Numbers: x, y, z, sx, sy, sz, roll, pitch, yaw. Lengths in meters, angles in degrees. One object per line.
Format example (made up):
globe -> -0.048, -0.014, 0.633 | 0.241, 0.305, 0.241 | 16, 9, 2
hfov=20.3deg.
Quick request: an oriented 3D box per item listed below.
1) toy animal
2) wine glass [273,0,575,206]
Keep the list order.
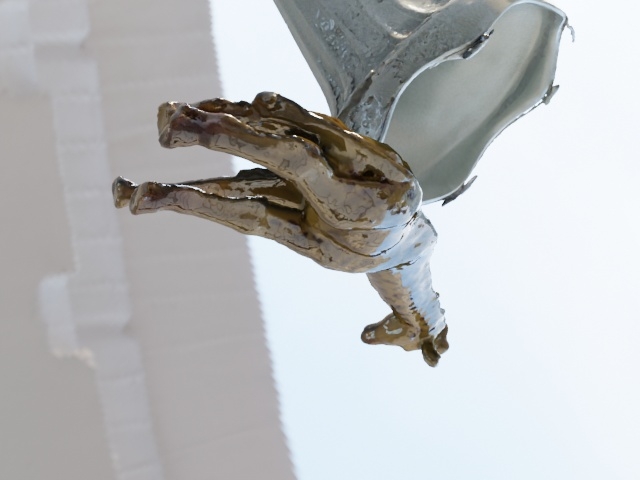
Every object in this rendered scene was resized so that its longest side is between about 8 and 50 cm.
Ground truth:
toy animal -> 0.008, -0.003, 0.913 | 0.275, 0.149, 0.054 | 26, -127, -42
wine glass -> 0.018, -0.126, 0.987 | 0.165, 0.165, 0.196 | -33, -111, -28
